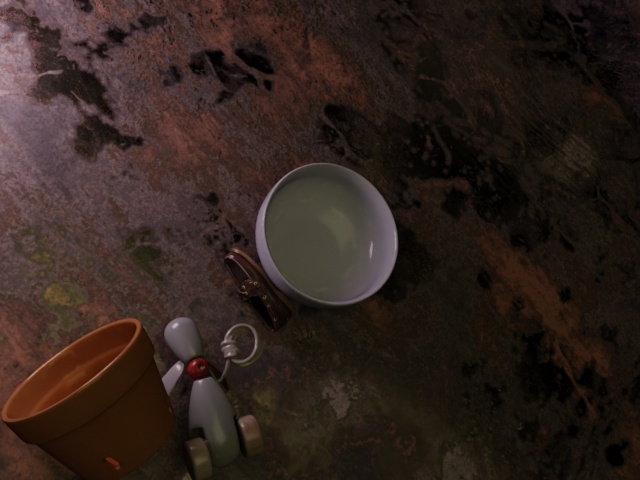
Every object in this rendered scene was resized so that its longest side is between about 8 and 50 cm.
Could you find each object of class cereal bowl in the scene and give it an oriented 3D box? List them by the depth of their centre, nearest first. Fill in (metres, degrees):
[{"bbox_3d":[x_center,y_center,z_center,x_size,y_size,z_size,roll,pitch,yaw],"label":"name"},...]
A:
[{"bbox_3d":[0.000,0.000,1.734,0.339,0.141,0.339,8,71,-25],"label":"cereal bowl"}]

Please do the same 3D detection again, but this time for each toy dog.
[{"bbox_3d":[-0.239,0.338,1.564,0.220,0.161,0.333,7,59,-19],"label":"toy dog"}]

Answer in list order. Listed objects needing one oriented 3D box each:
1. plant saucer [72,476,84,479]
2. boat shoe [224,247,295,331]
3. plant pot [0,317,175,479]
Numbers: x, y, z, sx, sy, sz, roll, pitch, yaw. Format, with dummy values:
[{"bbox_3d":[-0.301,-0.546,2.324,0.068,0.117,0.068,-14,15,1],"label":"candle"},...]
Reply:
[{"bbox_3d":[-0.475,0.483,1.441,0.192,0.067,0.018,-32,115,-27],"label":"plant saucer"},{"bbox_3d":[-0.145,0.112,1.683,0.207,0.073,0.073,48,61,-6],"label":"boat shoe"},{"bbox_3d":[-0.410,0.313,1.415,0.291,0.291,0.203,-39,110,-27],"label":"plant pot"}]
